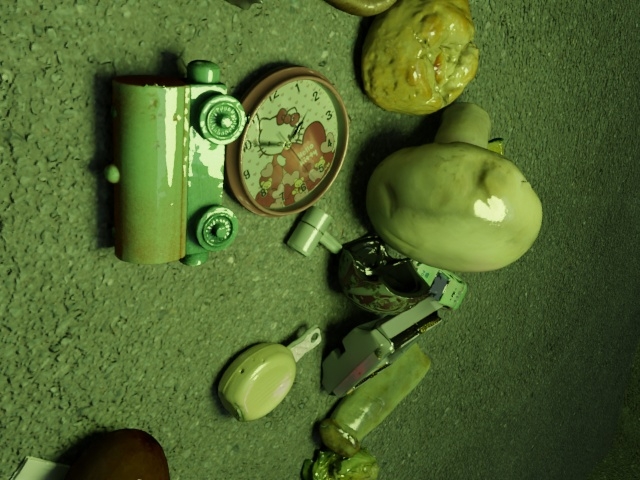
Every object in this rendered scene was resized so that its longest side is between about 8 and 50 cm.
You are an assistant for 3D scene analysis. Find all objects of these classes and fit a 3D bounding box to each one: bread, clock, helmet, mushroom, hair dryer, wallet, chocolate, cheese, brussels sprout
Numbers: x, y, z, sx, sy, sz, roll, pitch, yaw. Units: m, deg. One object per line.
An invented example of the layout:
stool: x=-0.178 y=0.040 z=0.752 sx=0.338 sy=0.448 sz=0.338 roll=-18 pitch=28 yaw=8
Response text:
bread: x=0.182 y=-0.326 z=1.179 sx=0.244 sy=0.134 sz=0.244 roll=-27 pitch=131 yaw=-36
clock: x=-0.051 y=-0.150 z=1.078 sx=0.244 sy=0.056 sz=0.244 roll=-24 pitch=127 yaw=-35
helmet: x=0.104 y=0.081 z=1.293 sx=0.107 sy=0.177 sz=0.153 roll=-57 pitch=165 yaw=26
mushroom: x=0.036 y=-0.397 z=1.029 sx=0.210 sy=0.072 sz=0.094 roll=11 pitch=100 yaw=-46
mushroom: x=0.119 y=0.338 z=1.494 sx=0.312 sy=0.081 sz=0.100 roll=-41 pitch=99 yaw=-30
hair dryer: x=0.000 y=0.000 z=1.227 sx=0.082 sy=0.047 sz=0.137 roll=-59 pitch=147 yaw=-5
wallet: x=-0.399 y=0.337 z=0.990 sx=0.044 sy=0.011 sz=0.083 roll=-58 pitch=140 yaw=-7
chocolate: x=-0.290 y=0.362 z=1.011 sx=0.177 sy=0.177 sz=0.176 roll=-24 pitch=126 yaw=-38
cheese: x=-0.080 y=0.228 z=1.239 sx=0.227 sy=0.064 sz=0.137 roll=-35 pitch=136 yaw=-29
clock: x=0.115 y=0.207 z=1.373 sx=0.186 sy=0.083 sz=0.253 roll=-24 pitch=160 yaw=-38
brussels sprout: x=0.050 y=0.505 z=1.506 sx=0.181 sy=0.100 sz=0.139 roll=14 pitch=109 yaw=-51
mushroom: x=0.235 y=-0.068 z=1.275 sx=0.315 sy=0.356 sz=0.315 roll=0 pitch=109 yaw=-1

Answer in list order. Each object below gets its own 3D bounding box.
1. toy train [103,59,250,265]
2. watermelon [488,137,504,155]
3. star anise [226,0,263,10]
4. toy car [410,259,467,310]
toy train: x=-0.199 y=-0.095 z=0.917 sx=0.177 sy=0.116 sz=0.285 roll=-8 pitch=117 yaw=-31
watermelon: x=0.368 y=-0.145 z=1.515 sx=0.075 sy=0.092 sz=0.181 roll=-36 pitch=126 yaw=-48
star anise: x=-0.116 y=-0.434 z=0.821 sx=0.316 sy=0.139 sz=0.359 roll=51 pitch=55 yaw=-56
toy car: x=0.257 y=0.101 z=1.532 sx=0.224 sy=0.076 sz=0.090 roll=25 pitch=92 yaw=-51
